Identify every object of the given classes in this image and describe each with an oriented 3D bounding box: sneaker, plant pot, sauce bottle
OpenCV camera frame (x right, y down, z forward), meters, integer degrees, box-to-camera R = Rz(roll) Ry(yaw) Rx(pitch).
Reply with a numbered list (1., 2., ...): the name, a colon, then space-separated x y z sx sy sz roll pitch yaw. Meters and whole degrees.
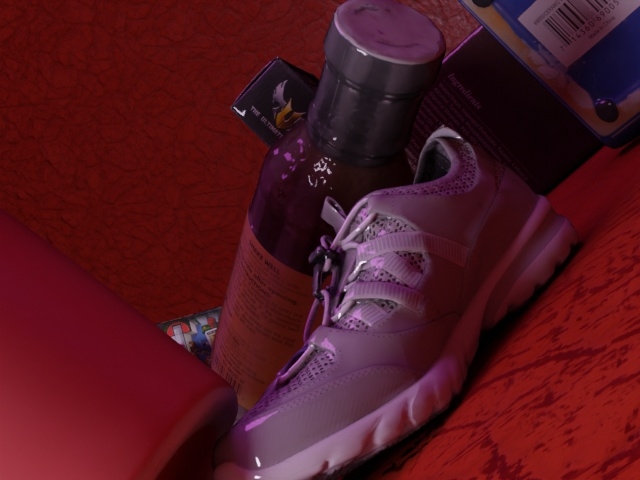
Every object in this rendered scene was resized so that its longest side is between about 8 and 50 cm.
1. sneaker: 0.025 0.034 0.551 0.281 0.115 0.105 -40 -2 -45
2. plant pot: 0.252 -0.228 0.818 0.212 0.236 0.236 -48 3 -39
3. sauce bottle: 0.000 0.000 0.716 0.111 0.111 0.344 -40 -23 -42
4. plant pot: -0.189 0.105 0.495 0.275 0.243 0.275 -61 -10 -19

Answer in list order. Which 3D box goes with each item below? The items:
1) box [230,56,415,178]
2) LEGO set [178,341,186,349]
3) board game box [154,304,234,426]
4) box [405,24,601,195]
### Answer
1. box: 0.043 -0.046 0.858 0.056 0.231 0.183 -45 -3 9
2. LEGO set: -0.015 0.092 1.068 0.287 0.132 0.107 -35 6 -11
3. board game box: -0.180 0.160 1.120 0.259 0.136 0.030 -16 5 -3
4. box: 0.183 -0.121 1.091 0.203 0.167 0.168 -42 -2 13
